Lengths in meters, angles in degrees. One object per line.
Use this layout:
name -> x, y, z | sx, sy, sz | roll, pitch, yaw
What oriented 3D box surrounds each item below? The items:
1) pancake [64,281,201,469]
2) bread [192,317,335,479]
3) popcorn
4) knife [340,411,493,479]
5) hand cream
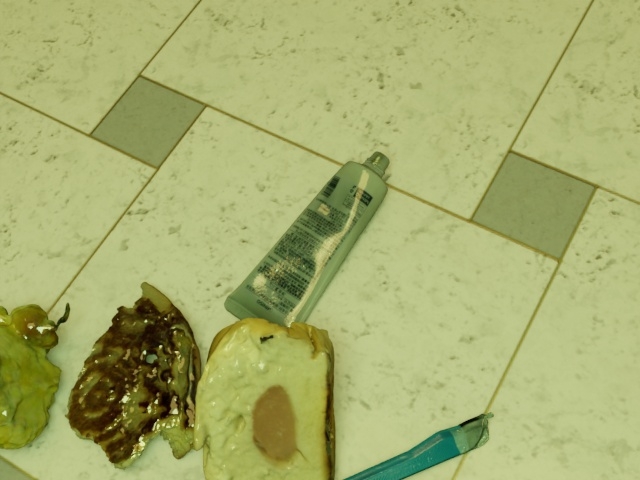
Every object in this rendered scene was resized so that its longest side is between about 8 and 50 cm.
pancake -> -0.238, 0.197, 1.139 | 0.212, 0.056, 0.257 | 18, 72, 24
bread -> -0.068, 0.212, 1.029 | 0.183, 0.211, 0.224 | 1, 57, -2
popcorn -> -0.435, 0.190, 1.115 | 0.168, 0.173, 0.195 | 42, 38, -14
knife -> 0.100, 0.296, 1.053 | 0.296, 0.044, 0.026 | -19, 20, -14
hand cream -> 0.000, 0.000, 1.228 | 0.124, 0.078, 0.341 | 33, 77, 19
